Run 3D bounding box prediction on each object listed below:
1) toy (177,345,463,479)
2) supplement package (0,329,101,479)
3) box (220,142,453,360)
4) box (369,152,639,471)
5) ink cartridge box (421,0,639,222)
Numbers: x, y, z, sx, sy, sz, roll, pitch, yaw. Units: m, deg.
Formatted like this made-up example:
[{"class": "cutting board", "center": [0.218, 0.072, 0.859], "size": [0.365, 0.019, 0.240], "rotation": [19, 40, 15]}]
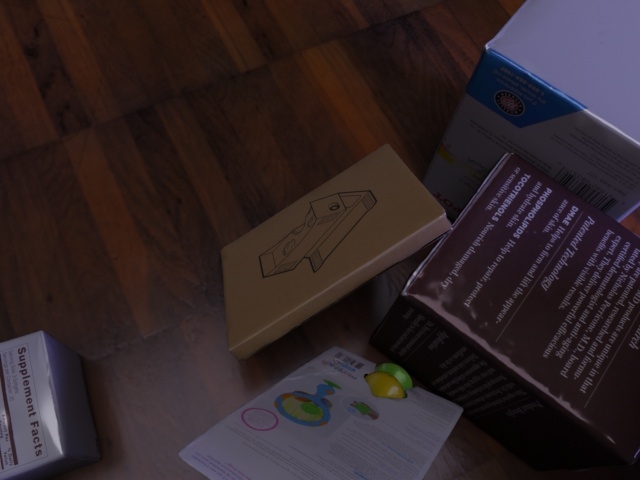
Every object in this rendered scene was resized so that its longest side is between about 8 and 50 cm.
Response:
[{"class": "toy", "center": [0.014, 0.163, 0.463], "size": [0.137, 0.237, 0.056], "rotation": [24, 111, 22]}, {"class": "supplement package", "center": [-0.290, 0.159, 0.481], "size": [0.180, 0.105, 0.105], "rotation": [-17, 70, -12]}, {"class": "box", "center": [0.000, 0.000, 0.527], "size": [0.201, 0.021, 0.164], "rotation": [-33, 30, 7]}, {"class": "box", "center": [0.180, 0.069, 0.522], "size": [0.203, 0.168, 0.167], "rotation": [37, 69, 10]}, {"class": "ink cartridge box", "center": [0.229, -0.106, 0.565], "size": [0.171, 0.232, 0.168], "rotation": [37, 67, 11]}]
